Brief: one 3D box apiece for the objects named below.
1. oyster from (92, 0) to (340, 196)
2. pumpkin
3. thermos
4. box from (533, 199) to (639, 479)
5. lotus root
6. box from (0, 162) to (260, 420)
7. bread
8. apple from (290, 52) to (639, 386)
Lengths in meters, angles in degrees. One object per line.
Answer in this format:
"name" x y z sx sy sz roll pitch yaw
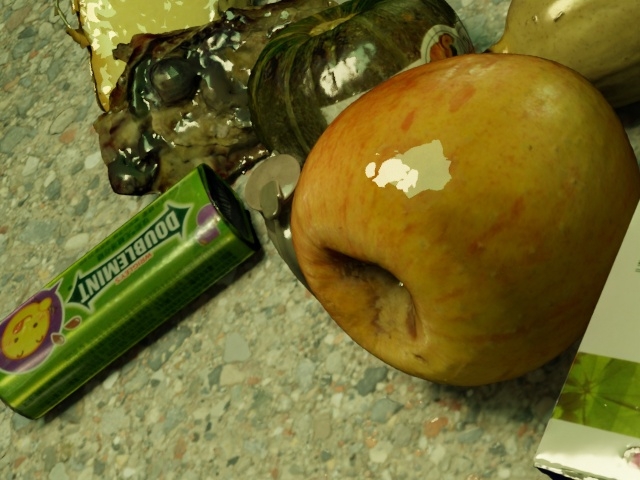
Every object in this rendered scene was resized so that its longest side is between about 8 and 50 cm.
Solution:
"oyster" -0.107 -0.179 1.574 0.361 0.096 0.221 -13 83 10
"pumpkin" 0.050 -0.158 1.416 0.260 0.189 0.260 -20 19 7
"thermos" 0.000 0.000 1.321 0.105 0.193 0.137 -20 49 23
"box" 0.300 0.089 1.016 0.106 0.200 0.300 10 66 43
"lotus root" 0.265 -0.207 1.277 0.310 0.183 0.183 -29 45 12
"box" -0.235 0.057 1.528 0.345 0.097 0.134 -36 43 10
"bread" -0.232 -0.332 1.706 0.248 0.279 0.315 -20 37 16
"apple" 0.134 -0.028 1.179 0.299 0.299 0.275 13 53 43
